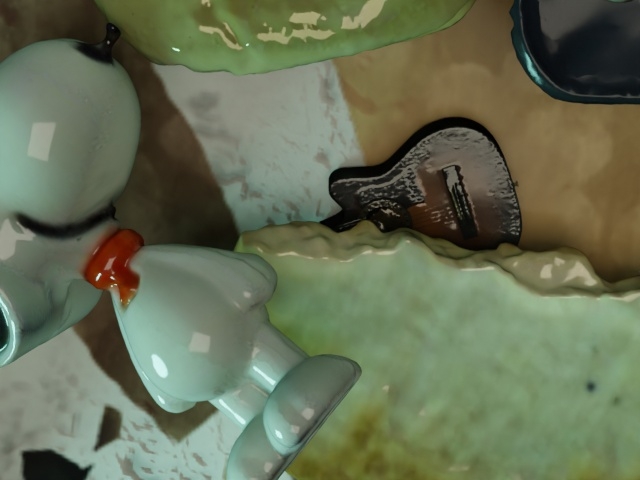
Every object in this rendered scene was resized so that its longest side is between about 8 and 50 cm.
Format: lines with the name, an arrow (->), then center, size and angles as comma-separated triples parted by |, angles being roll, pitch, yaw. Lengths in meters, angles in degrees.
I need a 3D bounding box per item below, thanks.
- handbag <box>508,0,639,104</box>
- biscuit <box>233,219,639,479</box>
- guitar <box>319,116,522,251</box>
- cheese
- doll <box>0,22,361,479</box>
handbag -> 0.251, -0.210, 0.682 | 0.329, 0.122, 0.303 | 5, 109, 19
biscuit -> 0.092, 0.090, 0.862 | 0.309, 0.040, 0.204 | 8, 119, -3
guitar -> 0.000, 0.000, 0.853 | 0.233, 0.025, 0.088 | -17, 109, 7
cheese -> -0.022, -0.190, 0.745 | 0.226, 0.117, 0.214 | -4, 103, 7
doll -> -0.127, 0.032, 0.767 | 0.208, 0.144, 0.271 | -36, 89, 26
